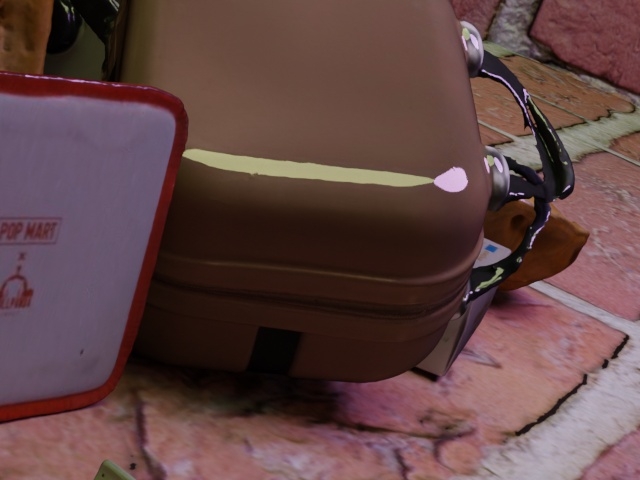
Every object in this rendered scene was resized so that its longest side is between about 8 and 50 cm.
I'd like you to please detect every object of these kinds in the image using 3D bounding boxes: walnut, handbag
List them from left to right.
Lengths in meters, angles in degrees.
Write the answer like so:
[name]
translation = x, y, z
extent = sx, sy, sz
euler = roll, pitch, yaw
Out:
[handbag]
translation = 0.008, -0.053, 0.951
extent = 0.283, 0.149, 0.302
euler = 8, 35, -8
[walnut]
translation = 0.094, -0.018, 1.220
extent = 0.211, 0.087, 0.167
euler = 30, -1, -34

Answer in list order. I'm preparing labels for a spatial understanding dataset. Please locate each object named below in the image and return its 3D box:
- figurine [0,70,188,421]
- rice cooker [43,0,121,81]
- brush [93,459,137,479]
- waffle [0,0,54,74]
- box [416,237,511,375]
[figurine]
translation = -0.216, -0.028, 0.770
extent = 0.226, 0.160, 0.183
euler = 21, 11, 31
[rice cooker]
translation = -0.122, -0.206, 1.337
extent = 0.226, 0.226, 0.244
euler = 31, 19, 31
[brush]
translation = -0.064, 0.119, 0.685
extent = 0.083, 0.016, 0.013
euler = 31, 5, 30
[waffle]
translation = -0.269, -0.240, 1.258
extent = 0.098, 0.224, 0.327
euler = 6, 20, -20
[box]
translation = 0.001, 0.000, 1.090
extent = 0.233, 0.067, 0.149
euler = 24, 17, 11
